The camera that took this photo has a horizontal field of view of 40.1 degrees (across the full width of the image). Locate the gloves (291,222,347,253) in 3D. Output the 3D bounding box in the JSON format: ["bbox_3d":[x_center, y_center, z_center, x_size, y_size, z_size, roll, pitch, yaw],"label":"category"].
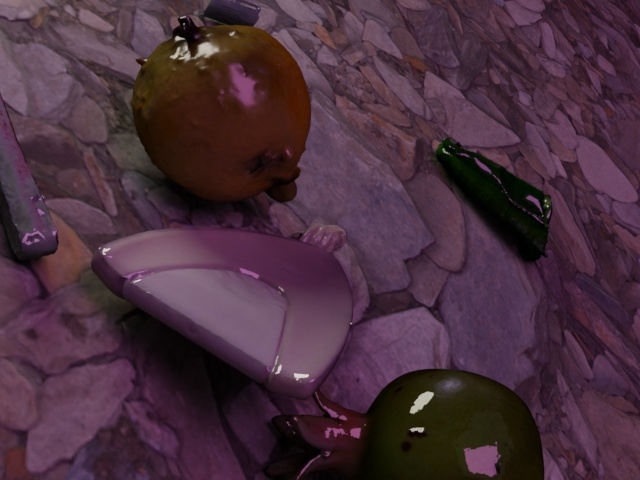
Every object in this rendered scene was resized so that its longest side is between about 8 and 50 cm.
[{"bbox_3d":[0.000,-0.002,0.904,0.044,0.037,0.081,24,36,23],"label":"gloves"}]

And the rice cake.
[{"bbox_3d":[-0.255,-0.076,0.698,0.033,0.033,0.207,-10,66,-39],"label":"rice cake"}]

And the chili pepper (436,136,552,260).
[{"bbox_3d":[0.244,-0.065,1.186,0.216,0.062,0.108,42,32,-11],"label":"chili pepper"}]

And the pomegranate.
[{"bbox_3d":[0.070,0.181,0.722,0.224,0.181,0.181,20,43,-7],"label":"pomegranate"}]

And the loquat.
[{"bbox_3d":[-0.083,-0.114,0.816,0.204,0.150,0.172,53,33,-23],"label":"loquat"}]

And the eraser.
[{"bbox_3d":[-0.050,0.049,0.762,0.204,0.059,0.243,29,19,16],"label":"eraser"}]

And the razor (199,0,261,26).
[{"bbox_3d":[-0.122,-0.309,1.034,0.068,0.040,0.135,11,46,-42],"label":"razor"}]
